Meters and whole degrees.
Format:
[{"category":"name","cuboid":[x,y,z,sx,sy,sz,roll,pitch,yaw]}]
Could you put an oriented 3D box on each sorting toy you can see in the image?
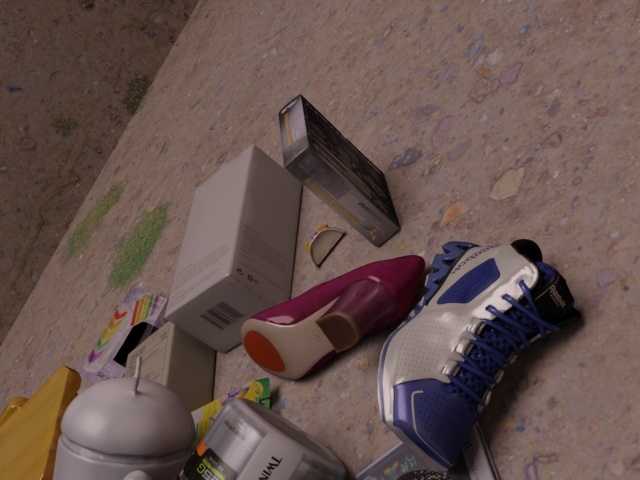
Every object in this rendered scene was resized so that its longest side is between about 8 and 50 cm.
[{"category":"sorting toy","cuboid":[0.000,0.000,1.484,0.083,0.045,0.075,-52,9,4]}]

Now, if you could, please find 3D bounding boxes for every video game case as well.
[{"category":"video game case","cuboid":[0.126,0.303,0.961,0.190,0.022,0.173,-43,29,20]}]

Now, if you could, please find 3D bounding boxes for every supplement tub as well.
[{"category":"supplement tub","cuboid":[-0.123,0.386,1.067,0.316,0.194,0.193,-57,28,-6]}]

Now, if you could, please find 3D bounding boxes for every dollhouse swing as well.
[{"category":"dollhouse swing","cuboid":[-0.462,0.454,1.438,0.305,0.315,0.346,-29,35,18]}]

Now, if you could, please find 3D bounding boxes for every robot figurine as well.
[{"category":"robot figurine","cuboid":[-0.300,0.361,1.218,0.300,0.200,0.353,15,96,65]}]

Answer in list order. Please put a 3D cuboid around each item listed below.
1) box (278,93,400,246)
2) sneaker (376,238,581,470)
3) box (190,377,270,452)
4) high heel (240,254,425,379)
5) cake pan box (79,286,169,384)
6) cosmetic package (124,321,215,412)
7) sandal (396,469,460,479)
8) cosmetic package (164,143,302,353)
[{"category":"box","cuboid":[0.030,-0.118,1.357,0.056,0.231,0.183,-38,32,21]},{"category":"sneaker","cuboid":[0.195,0.102,0.946,0.182,0.127,0.315,-21,33,46]},{"category":"box","cuboid":[-0.150,0.304,1.337,0.179,0.043,0.105,-31,34,22]},{"category":"high heel","cuboid":[0.013,0.122,1.294,0.181,0.127,0.377,-37,11,-34]},{"category":"cake pan box","cuboid":[-0.428,0.236,1.837,0.267,0.070,0.245,9,68,59]},{"category":"cosmetic package","cuboid":[-0.290,0.312,1.492,0.160,0.113,0.309,-38,31,26]},{"category":"sandal","cuboid":[0.157,0.290,0.875,0.179,0.040,0.067,-7,57,35]},{"category":"cosmetic package","cuboid":[-0.164,0.009,1.592,0.197,0.155,0.365,-33,34,33]}]
